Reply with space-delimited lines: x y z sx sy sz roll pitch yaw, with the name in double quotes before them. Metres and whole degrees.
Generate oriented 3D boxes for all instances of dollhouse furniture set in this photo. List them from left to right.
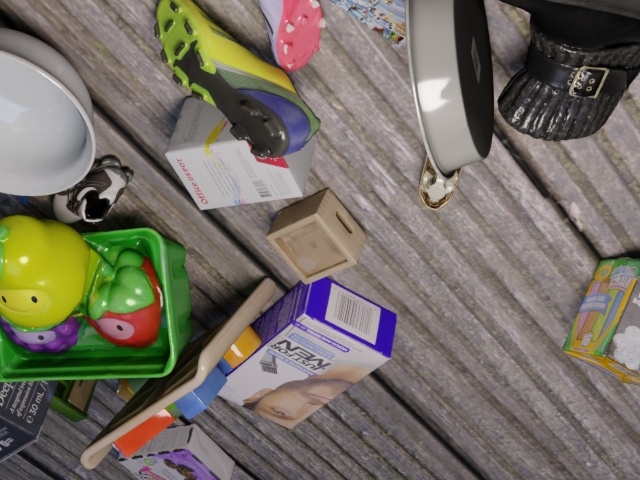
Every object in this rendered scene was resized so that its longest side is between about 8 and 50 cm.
"dollhouse furniture set" -0.359 0.298 2.239 0.197 0.151 0.301 -26 126 37

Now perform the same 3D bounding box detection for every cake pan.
"cake pan" 0.163 -0.221 1.391 0.054 0.293 0.293 -4 137 18

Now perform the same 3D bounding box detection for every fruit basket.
"fruit basket" -0.422 0.094 1.875 0.392 0.392 0.283 -5 93 20

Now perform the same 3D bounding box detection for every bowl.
"bowl" -0.460 -0.213 1.696 0.297 0.134 0.298 7 139 7

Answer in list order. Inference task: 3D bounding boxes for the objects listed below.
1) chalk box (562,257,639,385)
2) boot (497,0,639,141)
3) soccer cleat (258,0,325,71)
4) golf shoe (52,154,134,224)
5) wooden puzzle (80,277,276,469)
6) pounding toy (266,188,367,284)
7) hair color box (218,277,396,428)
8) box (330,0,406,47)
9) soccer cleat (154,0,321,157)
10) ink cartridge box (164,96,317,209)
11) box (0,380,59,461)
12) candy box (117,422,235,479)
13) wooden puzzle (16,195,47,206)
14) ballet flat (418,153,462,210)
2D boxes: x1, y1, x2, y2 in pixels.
"chalk box" 0.496 0.107 1.774 0.132 0.213 0.132 29 170 -15
"boot" 0.272 -0.252 1.407 0.348 0.131 0.260 12 142 -22
"soccer cleat" -0.055 -0.328 1.511 0.095 0.083 0.248 43 162 29
"golf shoe" -0.391 -0.064 1.880 0.077 0.094 0.198 34 137 -24
"wooden puzzle" -0.226 0.240 1.968 0.080 0.322 0.348 47 120 -4
"pounding toy" 0.000 0.000 1.858 0.130 0.100 0.141 -23 117 35
"hair color box" -0.035 0.208 2.083 0.185 0.110 0.339 28 139 -18
"box" 0.080 -0.323 1.502 0.137 0.027 0.094 31 138 -20
"soccer cleat" -0.116 -0.229 1.568 0.289 0.121 0.093 49 134 14
"ink cartridge box" -0.115 -0.139 1.688 0.176 0.127 0.128 -7 137 21
"box" -0.677 0.180 2.084 0.395 0.294 0.212 35 135 -24
"candy box" -0.315 0.484 2.503 0.196 0.070 0.165 -15 132 29
"wooden puzzle" -0.484 -0.102 1.923 0.116 0.014 0.078 -29 120 38
"ballet flat" 0.186 -0.120 1.675 0.073 0.067 0.206 10 139 5
